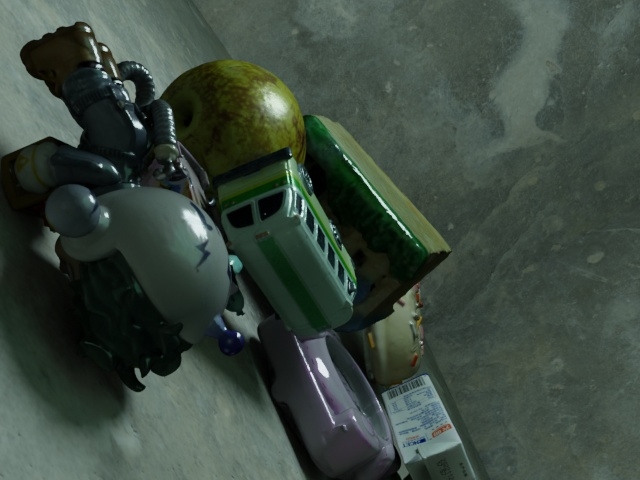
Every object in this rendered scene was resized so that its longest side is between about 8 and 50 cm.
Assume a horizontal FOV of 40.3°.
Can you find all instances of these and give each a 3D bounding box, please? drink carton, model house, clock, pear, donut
[{"bbox_3d":[0.193,0.358,1.534,0.315,0.107,0.130,-108,174,-78],"label":"drink carton"},{"bbox_3d":[0.000,0.000,1.698,0.382,0.343,0.334,51,14,10],"label":"model house"},{"bbox_3d":[0.026,0.275,1.483,0.295,0.113,0.322,63,8,31],"label":"clock"},{"bbox_3d":[-0.151,-0.164,1.465,0.283,0.284,0.283,57,8,-12],"label":"pear"},{"bbox_3d":[0.187,0.186,2.219,0.382,0.143,0.382,-2,90,-81],"label":"donut"}]

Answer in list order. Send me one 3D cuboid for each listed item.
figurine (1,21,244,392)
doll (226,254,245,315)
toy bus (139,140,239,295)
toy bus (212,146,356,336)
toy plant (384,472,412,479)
[{"bbox_3d":[-0.217,-0.031,0.904,0.381,0.186,0.261,65,15,14],"label":"figurine"},{"bbox_3d":[-0.165,0.044,1.372,0.159,0.059,0.158,58,6,-14],"label":"doll"},{"bbox_3d":[-0.196,-0.021,1.223,0.090,0.112,0.274,51,11,-42],"label":"toy bus"},{"bbox_3d":[-0.043,0.018,1.292,0.164,0.134,0.276,-100,164,-47],"label":"toy bus"},{"bbox_3d":[0.221,0.513,1.523,0.224,0.184,0.316,10,26,-21],"label":"toy plant"}]
